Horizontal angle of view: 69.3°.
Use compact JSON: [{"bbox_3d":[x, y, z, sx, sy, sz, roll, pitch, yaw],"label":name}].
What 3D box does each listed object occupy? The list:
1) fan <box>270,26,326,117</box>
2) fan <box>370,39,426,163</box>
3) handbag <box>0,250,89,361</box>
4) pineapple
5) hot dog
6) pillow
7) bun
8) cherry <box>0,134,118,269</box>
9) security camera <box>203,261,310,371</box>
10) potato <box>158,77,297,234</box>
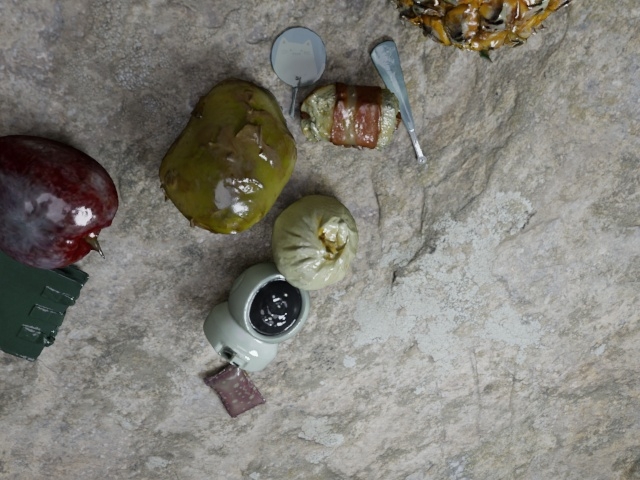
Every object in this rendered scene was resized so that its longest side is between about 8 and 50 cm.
[{"bbox_3d":[-0.047,-0.336,0.937,0.113,0.005,0.175,3,114,-13],"label":"fan"},{"bbox_3d":[0.174,-0.286,1.000,0.057,0.023,0.282,-25,117,0],"label":"fan"},{"bbox_3d":[-0.671,0.115,0.999,0.260,0.079,0.247,32,107,-24],"label":"handbag"},{"bbox_3d":[0.262,-0.479,0.737,0.352,0.352,0.300,-1,141,-11],"label":"pineapple"},{"bbox_3d":[0.061,-0.257,0.951,0.213,0.103,0.146,11,135,-6],"label":"hot dog"},{"bbox_3d":[-0.229,0.408,1.255,0.118,0.043,0.185,-25,119,-1],"label":"pillow"},{"bbox_3d":[0.000,0.000,1.003,0.222,0.127,0.222,8,74,-29],"label":"bun"},{"bbox_3d":[-0.516,-0.077,0.863,0.300,0.203,0.230,38,111,-17],"label":"cherry"},{"bbox_3d":[-0.132,0.159,1.073,0.194,0.194,0.236,36,100,-25],"label":"security camera"},{"bbox_3d":[-0.168,-0.149,0.905,0.246,0.196,0.299,24,108,-23],"label":"potato"}]
